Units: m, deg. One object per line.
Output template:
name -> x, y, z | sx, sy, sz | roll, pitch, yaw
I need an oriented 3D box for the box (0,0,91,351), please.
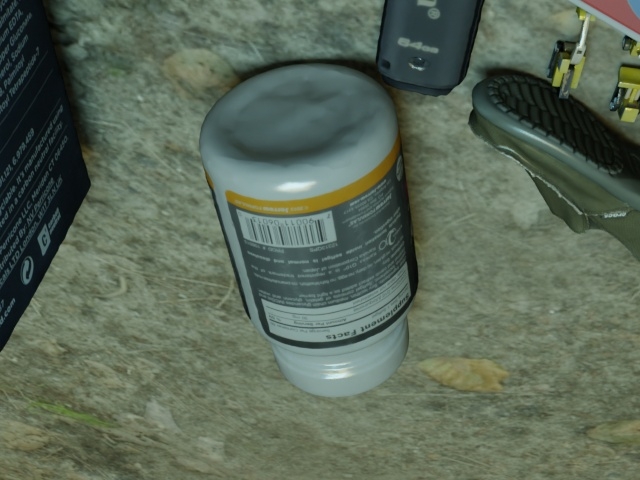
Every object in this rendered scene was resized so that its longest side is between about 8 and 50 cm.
box -> -0.470, -0.148, 0.726 | 0.480, 0.297, 0.471 | 7, 136, 10

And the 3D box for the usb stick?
usb stick -> 0.093, -0.226, 0.757 | 0.077, 0.045, 0.278 | 8, 135, 0

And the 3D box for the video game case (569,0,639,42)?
video game case -> 0.296, -0.250, 0.698 | 0.204, 0.025, 0.285 | 25, 128, -15

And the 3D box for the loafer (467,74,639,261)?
loafer -> 0.217, -0.047, 0.874 | 0.251, 0.094, 0.087 | 29, 127, -18

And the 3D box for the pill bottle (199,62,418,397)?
pill bottle -> 0.000, 0.000, 0.910 | 0.162, 0.162, 0.278 | -2, 134, 11

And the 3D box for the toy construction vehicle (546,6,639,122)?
toy construction vehicle -> 0.228, -0.138, 0.826 | 0.086, 0.035, 0.098 | 10, 134, -1
